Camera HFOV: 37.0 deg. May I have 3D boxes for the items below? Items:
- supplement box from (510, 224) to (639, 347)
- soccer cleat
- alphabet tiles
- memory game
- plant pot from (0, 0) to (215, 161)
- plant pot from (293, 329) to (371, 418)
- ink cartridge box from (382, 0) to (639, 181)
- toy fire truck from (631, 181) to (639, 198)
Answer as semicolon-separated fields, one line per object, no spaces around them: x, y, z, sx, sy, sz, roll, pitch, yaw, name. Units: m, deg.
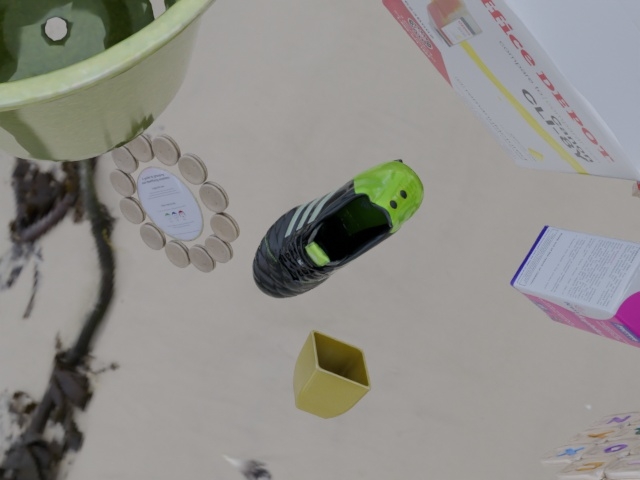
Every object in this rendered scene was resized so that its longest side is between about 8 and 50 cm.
0.393;0.064;1.350;0.114;0.111;0.220;-57;25;-9;supplement box
0.000;0.000;0.697;0.179;0.060;0.072;-35;7;40;soccer cleat
0.418;0.239;1.171;0.278;0.284;0.021;-22;86;50;alphabet tiles
-0.168;-0.042;1.083;0.186;0.186;0.012;4;35;39;memory game
-0.162;-0.162;0.517;0.275;0.254;0.276;1;79;-6;plant pot
0.006;0.182;1.235;0.083;0.081;0.081;-57;22;24;plant pot
0.230;-0.217;0.970;0.160;0.279;0.385;-41;8;0;ink cartridge box
0.572;-0.085;1.600;0.135;0.192;0.047;-8;71;52;toy fire truck
